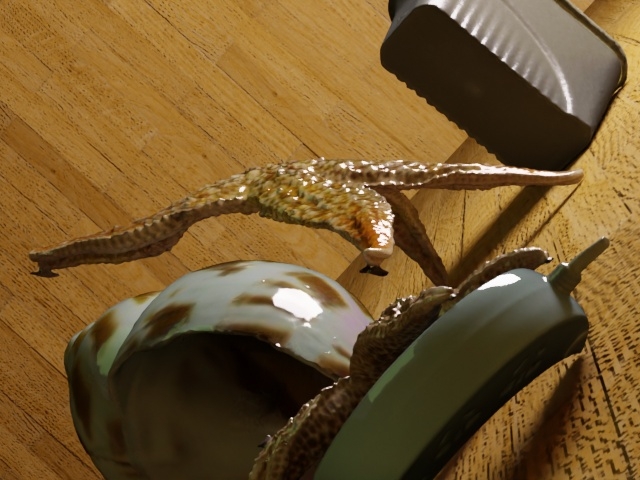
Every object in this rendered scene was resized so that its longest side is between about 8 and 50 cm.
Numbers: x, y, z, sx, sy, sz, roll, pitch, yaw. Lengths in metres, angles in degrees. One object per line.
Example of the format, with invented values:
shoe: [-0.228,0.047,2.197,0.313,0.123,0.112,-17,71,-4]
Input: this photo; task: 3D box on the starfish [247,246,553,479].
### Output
starfish: [0.053,0.091,0.851,0.236,0.062,0.277,-27,-33,-31]

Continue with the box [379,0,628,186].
box: [0.183,-0.197,1.490,0.138,0.274,0.178,-48,7,37]

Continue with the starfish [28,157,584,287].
starfish: [0.001,-0.012,1.326,0.398,0.132,0.384,0,2,-44]

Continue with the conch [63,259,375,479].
conch: [-0.082,0.114,1.127,0.368,0.249,0.197,-9,44,24]

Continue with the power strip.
power strip: [0.078,0.079,0.763,0.216,0.044,0.137,-45,-22,-7]
